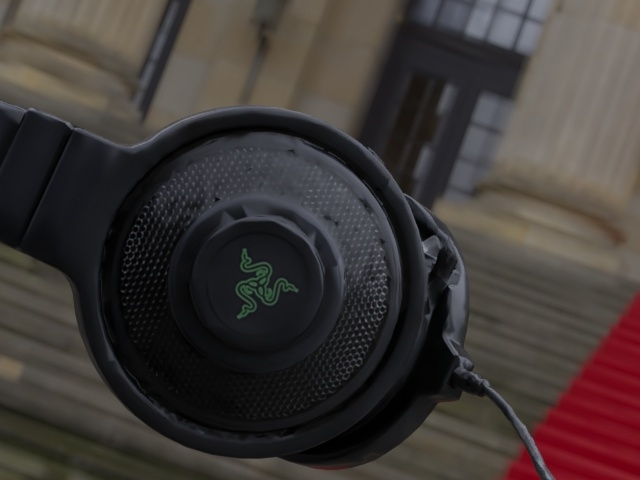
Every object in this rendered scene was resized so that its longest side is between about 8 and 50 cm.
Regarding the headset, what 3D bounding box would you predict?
[{"bbox_3d":[0.000,0.000,0.811,0.394,0.185,0.243,25,-2,15],"label":"headset"}]
